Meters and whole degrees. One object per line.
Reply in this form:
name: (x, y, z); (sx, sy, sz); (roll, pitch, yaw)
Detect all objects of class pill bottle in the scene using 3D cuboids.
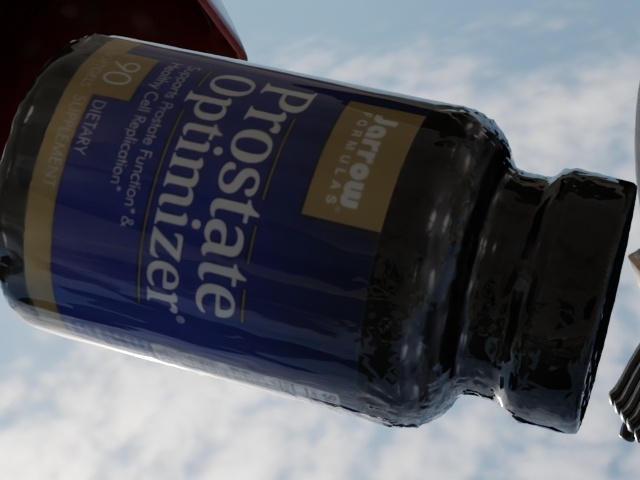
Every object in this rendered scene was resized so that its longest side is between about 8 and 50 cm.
pill bottle: (0.000, 0.000, 0.497); (0.219, 0.123, 0.123); (13, -138, 15)

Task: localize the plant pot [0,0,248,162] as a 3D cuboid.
plant pot: (-0.249, -0.241, 1.069); (0.267, 0.267, 0.236); (-25, -133, 12)

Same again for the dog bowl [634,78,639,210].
dog bowl: (0.259, -0.035, 0.542); (0.104, 0.265, 0.265); (-8, -159, -29)

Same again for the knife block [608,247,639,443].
knife block: (0.369, 0.087, 1.106); (0.275, 0.242, 0.088); (-29, -149, 4)
